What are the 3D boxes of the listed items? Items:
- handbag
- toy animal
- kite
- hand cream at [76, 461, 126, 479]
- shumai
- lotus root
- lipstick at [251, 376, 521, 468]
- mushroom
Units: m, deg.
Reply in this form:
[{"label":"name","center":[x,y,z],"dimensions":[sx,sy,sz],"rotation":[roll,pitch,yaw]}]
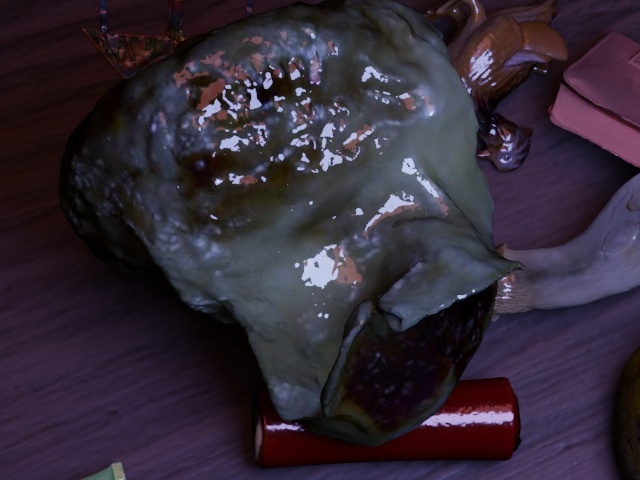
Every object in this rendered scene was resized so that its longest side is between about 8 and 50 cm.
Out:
[{"label":"handbag","center":[0.340,-0.119,1.832],"dimensions":[0.212,0.059,0.157],"rotation":[30,39,17]},{"label":"toy animal","center":[0.186,-0.173,1.877],"dimensions":[0.188,0.089,0.179],"rotation":[-33,92,-16]},{"label":"kite","center":[-0.146,-0.190,1.890],"dimensions":[0.183,0.010,0.160],"rotation":[3,68,-3]},{"label":"hand cream","center":[-0.249,0.263,1.691],"dimensions":[0.175,0.046,0.095],"rotation":[-13,69,-16]},{"label":"shumai","center":[0.001,0.006,1.643],"dimensions":[0.395,0.395,0.348],"rotation":[-24,79,-13]},{"label":"lotus root","center":[0.327,0.175,1.733],"dimensions":[0.120,0.120,0.209],"rotation":[4,71,-3]},{"label":"lipstick","center":[0.058,0.165,1.732],"dimensions":[0.241,0.080,0.080],"rotation":[-1,69,-6]},{"label":"mushroom","center":[0.245,0.016,1.770],"dimensions":[0.223,0.081,0.092],"rotation":[-27,99,16]}]
